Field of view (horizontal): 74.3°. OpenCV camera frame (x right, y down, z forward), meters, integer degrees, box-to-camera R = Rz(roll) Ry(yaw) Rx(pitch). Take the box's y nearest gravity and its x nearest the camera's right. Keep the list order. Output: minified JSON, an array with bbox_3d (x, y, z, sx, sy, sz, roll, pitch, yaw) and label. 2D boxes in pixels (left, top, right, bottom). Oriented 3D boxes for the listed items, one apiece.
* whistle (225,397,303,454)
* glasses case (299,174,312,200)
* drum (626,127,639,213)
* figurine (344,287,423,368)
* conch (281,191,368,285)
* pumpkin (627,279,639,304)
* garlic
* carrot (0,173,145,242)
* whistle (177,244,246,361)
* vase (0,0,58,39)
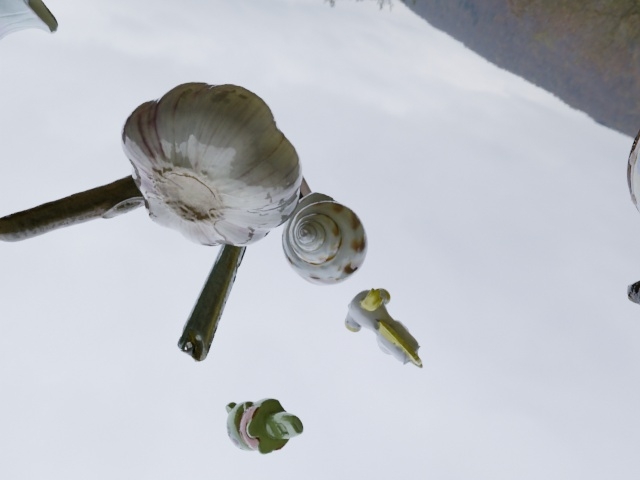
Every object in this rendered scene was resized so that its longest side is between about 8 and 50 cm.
[{"bbox_3d":[-0.134,0.429,0.974,0.106,0.288,0.131,-31,-88,-42],"label":"whistle"},{"bbox_3d":[-0.073,-0.161,1.371,0.075,0.315,0.122,-31,-162,-7],"label":"glasses case"},{"bbox_3d":[0.741,-0.100,0.650,0.431,0.431,0.214,29,-142,10],"label":"drum"},{"bbox_3d":[0.126,0.170,0.794,0.109,0.130,0.178,-36,-98,-11],"label":"figurine"},{"bbox_3d":[0.000,0.000,0.797,0.182,0.275,0.149,38,-110,10],"label":"conch"},{"bbox_3d":[0.705,0.143,0.825,0.118,0.108,0.184,-2,-124,-21],"label":"pumpkin"},{"bbox_3d":[-0.124,-0.120,0.616,0.244,0.245,0.253,25,-140,5],"label":"garlic"},{"bbox_3d":[-0.403,-0.063,0.754,0.070,0.070,0.342,36,-139,19],"label":"carrot"},{"bbox_3d":[-0.217,0.093,0.889,0.068,0.057,0.327,53,-143,-37],"label":"whistle"},{"bbox_3d":[-0.660,-0.311,0.665,0.445,0.250,0.250,-35,-126,-3],"label":"vase"}]
